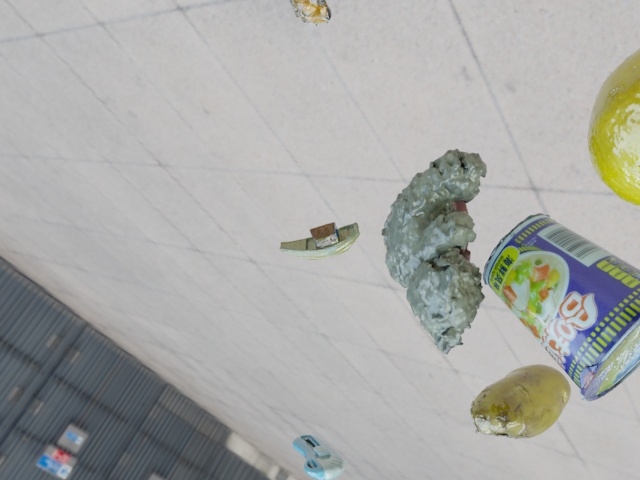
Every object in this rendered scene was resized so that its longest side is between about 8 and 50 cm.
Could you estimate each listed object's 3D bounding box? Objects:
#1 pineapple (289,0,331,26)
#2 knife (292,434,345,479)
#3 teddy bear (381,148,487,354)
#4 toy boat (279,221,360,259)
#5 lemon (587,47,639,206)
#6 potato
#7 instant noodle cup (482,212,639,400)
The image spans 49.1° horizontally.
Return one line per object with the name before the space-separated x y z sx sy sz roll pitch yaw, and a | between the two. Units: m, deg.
pineapple | -0.038 -0.519 1.370 0.076 0.224 0.225 -18 148 1
knife | -0.007 0.343 1.127 0.064 0.031 0.222 -7 179 -13
teddy bear | 0.258 0.050 1.450 0.225 0.367 0.357 -10 147 -6
toy boat | 0.000 0.000 1.476 0.172 0.065 0.066 -16 117 10
lemon | 0.497 -0.164 0.980 0.236 0.236 0.263 15 154 34
potato | 0.510 0.414 1.782 0.173 0.300 0.140 42 137 38
instant noodle cup | 0.496 0.111 1.381 0.312 0.284 0.284 46 169 34
